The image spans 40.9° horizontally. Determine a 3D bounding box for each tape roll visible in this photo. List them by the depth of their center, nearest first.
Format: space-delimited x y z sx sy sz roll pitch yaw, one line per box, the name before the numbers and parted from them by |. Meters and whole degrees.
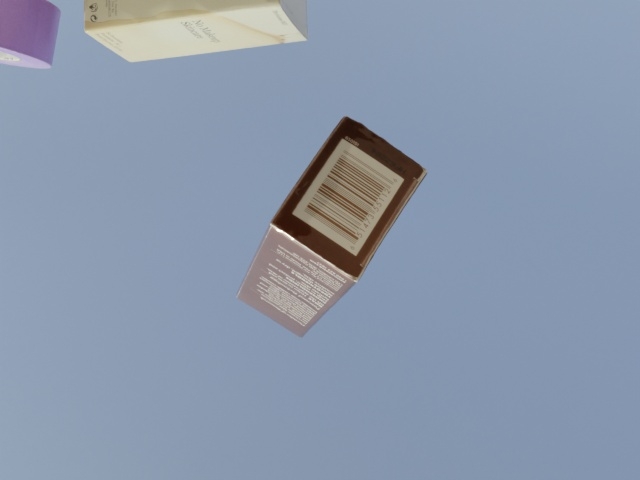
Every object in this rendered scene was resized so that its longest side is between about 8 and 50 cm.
tape roll | -0.530 -0.328 1.263 0.275 0.275 0.090 11 -87 4

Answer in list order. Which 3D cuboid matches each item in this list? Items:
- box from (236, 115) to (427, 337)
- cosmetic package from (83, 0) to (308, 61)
box | 0.000 0.000 1.244 0.143 0.381 0.191 34 -110 -2
cosmetic package | -0.188 -0.364 1.318 0.310 0.160 0.113 -3 -97 15
